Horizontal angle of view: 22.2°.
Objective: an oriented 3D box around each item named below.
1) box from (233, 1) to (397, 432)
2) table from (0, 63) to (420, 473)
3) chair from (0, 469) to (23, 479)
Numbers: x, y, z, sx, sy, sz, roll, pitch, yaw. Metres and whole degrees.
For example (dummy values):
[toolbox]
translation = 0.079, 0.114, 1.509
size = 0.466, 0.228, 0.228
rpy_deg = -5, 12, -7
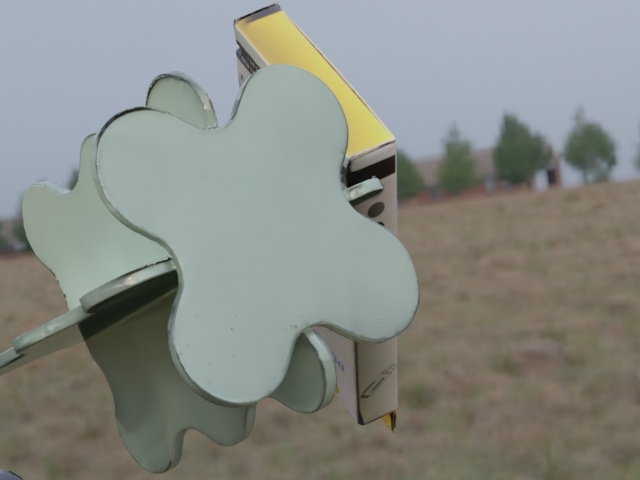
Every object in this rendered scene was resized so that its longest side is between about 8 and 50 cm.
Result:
[box]
translation = 0.000, 0.000, 0.922
size = 0.033, 0.247, 0.129
rpy_deg = -24, 49, -19
[table]
translation = -0.076, 0.024, 0.785
size = 0.166, 0.166, 0.198
rpy_deg = -8, -13, -35
[chair]
translation = -0.182, 0.082, 0.236
size = 0.154, 0.141, 0.260
rpy_deg = 30, 16, 17
